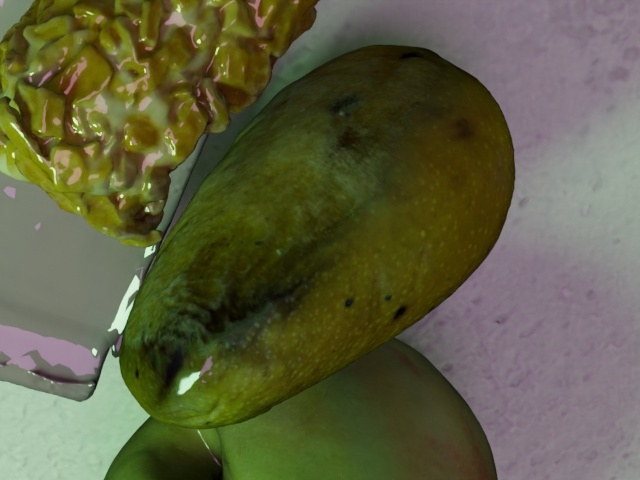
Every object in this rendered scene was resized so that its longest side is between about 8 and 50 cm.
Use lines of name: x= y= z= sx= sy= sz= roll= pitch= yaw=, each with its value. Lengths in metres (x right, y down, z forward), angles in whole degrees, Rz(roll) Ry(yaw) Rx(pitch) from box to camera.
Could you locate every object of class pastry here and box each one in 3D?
pastry: x=-0.088 y=-0.129 z=0.834 sx=0.154 sy=0.102 sz=0.250 roll=36 pitch=83 yaw=-20

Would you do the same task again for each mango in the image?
mango: x=0.000 y=0.003 z=0.926 sx=0.175 sy=0.329 sz=0.176 roll=31 pitch=149 yaw=13

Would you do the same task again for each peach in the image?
peach: x=-0.009 y=0.197 z=1.059 sx=0.292 sy=0.247 sz=0.292 roll=-22 pitch=128 yaw=-31

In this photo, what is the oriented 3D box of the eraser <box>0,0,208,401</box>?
eraser: x=-0.267 y=-0.073 z=0.939 sx=0.359 sy=0.122 sz=0.272 roll=17 pitch=111 yaw=-19
